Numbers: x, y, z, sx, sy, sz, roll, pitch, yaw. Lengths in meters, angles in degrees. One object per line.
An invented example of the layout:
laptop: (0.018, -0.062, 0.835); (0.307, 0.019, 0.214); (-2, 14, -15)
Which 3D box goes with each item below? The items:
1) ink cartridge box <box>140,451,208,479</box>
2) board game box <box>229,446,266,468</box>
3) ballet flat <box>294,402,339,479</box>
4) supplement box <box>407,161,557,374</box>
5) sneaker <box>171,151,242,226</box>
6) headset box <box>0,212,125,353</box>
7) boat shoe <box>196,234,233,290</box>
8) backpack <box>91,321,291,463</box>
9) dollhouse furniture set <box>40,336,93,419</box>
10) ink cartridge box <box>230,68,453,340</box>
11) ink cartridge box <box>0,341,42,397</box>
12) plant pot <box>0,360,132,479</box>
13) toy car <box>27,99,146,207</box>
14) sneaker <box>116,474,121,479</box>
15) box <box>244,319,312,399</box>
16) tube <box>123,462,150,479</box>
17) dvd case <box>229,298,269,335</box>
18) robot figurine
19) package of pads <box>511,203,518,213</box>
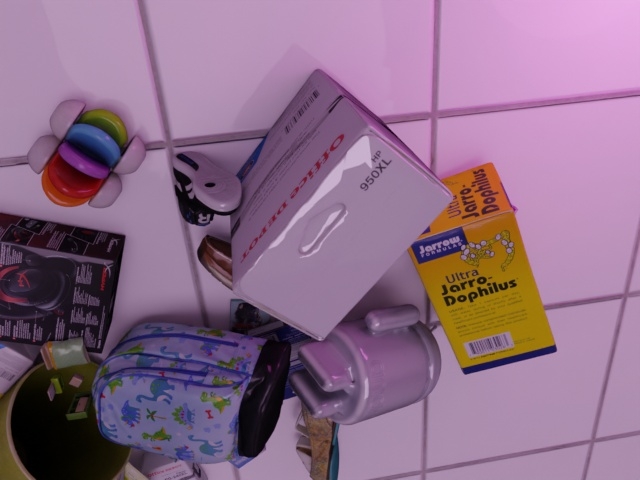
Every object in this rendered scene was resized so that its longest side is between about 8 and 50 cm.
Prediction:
ink cartridge box: (-0.354, 0.573, 1.333); (0.109, 0.063, 0.150); (-19, 118, 0)
board game box: (-0.198, 0.515, 1.356); (0.090, 0.020, 0.090); (-37, 118, 10)
ballet flat: (-0.006, 0.480, 1.321); (0.123, 0.123, 0.348); (-4, 126, -8)
supplement box: (0.313, 0.062, 1.093); (0.196, 0.194, 0.356); (-19, 120, 17)
sneaker: (-0.195, -0.066, 0.962); (0.079, 0.217, 0.121); (-15, 126, -27)
headset box: (-0.537, 0.078, 1.022); (0.294, 0.110, 0.217); (11, 115, -15)
boat shoe: (-0.087, 0.061, 1.098); (0.324, 0.122, 0.119); (29, 104, -30)
backpack: (-0.271, 0.302, 1.109); (0.356, 0.273, 0.289); (22, 124, 11)
dollhouse furniture set: (-0.474, 0.261, 1.030); (0.076, 0.058, 0.151); (-7, 117, -5)
ink cartridge box: (-0.002, -0.080, 0.874); (0.166, 0.394, 0.285); (33, 107, -23)
ink cartridge box: (-0.694, 0.263, 1.108); (0.231, 0.078, 0.134); (-43, 115, 13)
plant pot: (-0.591, 0.421, 1.124); (0.294, 0.274, 0.274); (-29, 119, 23)
toy car: (-0.399, -0.134, 0.923); (0.159, 0.136, 0.182); (34, 106, -23)
sneaker: (-0.524, 0.624, 1.272); (0.108, 0.169, 0.292); (8, 116, -16)
box: (-0.070, 0.267, 1.234); (0.137, 0.036, 0.225); (-18, 125, 0)
tube: (-0.437, 0.595, 1.291); (0.070, 0.062, 0.240); (7, 134, -19)
dvd case: (-0.155, 0.181, 1.197); (0.087, 0.013, 0.119); (2, 118, -11)
robot figurine: (0.110, 0.261, 1.145); (0.354, 0.200, 0.299); (-5, 128, -37)
package of pads: (0.376, -0.045, 1.163); (0.050, 0.032, 0.083); (21, 111, -21)
